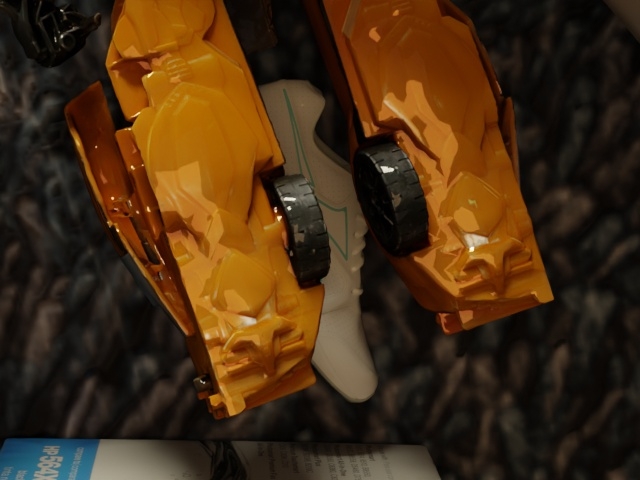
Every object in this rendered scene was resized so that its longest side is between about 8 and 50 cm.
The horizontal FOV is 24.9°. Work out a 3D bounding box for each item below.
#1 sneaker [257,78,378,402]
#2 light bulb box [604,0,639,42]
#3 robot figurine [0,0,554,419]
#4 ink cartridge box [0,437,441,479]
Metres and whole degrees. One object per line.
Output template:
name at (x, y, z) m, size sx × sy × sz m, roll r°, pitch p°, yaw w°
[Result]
sneaker at (0.000, 0.000, 0.644) m, size 0.061 × 0.054 × 0.152 m, roll -23°, pitch 99°, yaw -3°
light bulb box at (0.309, -0.049, 0.448) m, size 0.225 × 0.361 × 0.358 m, roll -49°, pitch 125°, yaw 3°
robot figurine at (-0.026, -0.088, 0.584) m, size 0.211 × 0.085 × 0.291 m, roll -18°, pitch 86°, yaw -14°
ink cartridge box at (-0.046, 0.171, 0.651) m, size 0.203 × 0.086 × 0.148 m, roll 1°, pitch 99°, yaw -3°
